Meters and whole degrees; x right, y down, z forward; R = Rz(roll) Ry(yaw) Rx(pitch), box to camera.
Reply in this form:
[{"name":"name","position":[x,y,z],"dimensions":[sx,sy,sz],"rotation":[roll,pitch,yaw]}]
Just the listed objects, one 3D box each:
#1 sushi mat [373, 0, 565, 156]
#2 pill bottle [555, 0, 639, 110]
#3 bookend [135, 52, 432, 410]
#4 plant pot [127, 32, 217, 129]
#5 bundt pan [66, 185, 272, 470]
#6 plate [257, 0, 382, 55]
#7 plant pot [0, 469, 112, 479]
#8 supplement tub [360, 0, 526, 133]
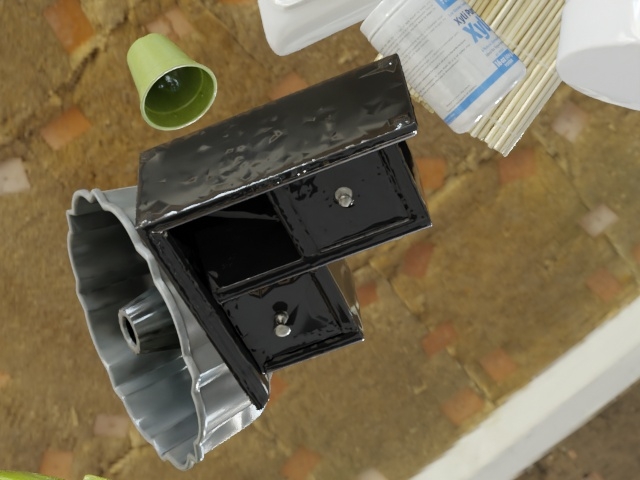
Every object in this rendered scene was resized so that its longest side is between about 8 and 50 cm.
[{"name":"sushi mat","position":[0.187,-0.233,0.995],"dimensions":[0.151,0.019,0.316],"rotation":[30,-66,-9]},{"name":"pill bottle","position":[0.282,-0.302,0.801],"dimensions":[0.229,0.229,0.407],"rotation":[13,-96,-21]},{"name":"bookend","position":[0.000,0.000,0.656],"dimensions":[0.156,0.072,0.157],"rotation":[-20,-51,9]},{"name":"plant pot","position":[-0.160,-0.170,1.180],"dimensions":[0.083,0.079,0.083],"rotation":[-23,-36,-18]},{"name":"bundt pan","position":[-0.159,0.080,1.283],"dimensions":[0.124,0.331,0.330],"rotation":[-21,-58,-25]},{"name":"plate","position":[0.006,-0.369,1.232],"dimensions":[0.278,0.045,0.277],"rotation":[-17,-91,37]},{"name":"plant pot","position":[-0.222,0.360,1.167],"dimensions":[0.207,0.228,0.227],"rotation":[14,-92,-65]},{"name":"supplement tub","position":[0.088,-0.136,0.826],"dimensions":[0.071,0.071,0.107],"rotation":[-43,-89,9]}]
